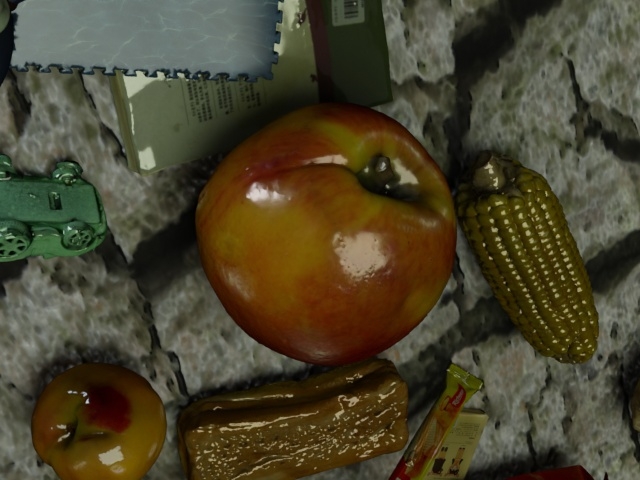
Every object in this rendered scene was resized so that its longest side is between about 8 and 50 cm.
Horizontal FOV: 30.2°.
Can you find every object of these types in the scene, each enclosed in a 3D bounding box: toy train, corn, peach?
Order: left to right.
[{"bbox_3d":[-0.284,-0.020,1.133,0.149,0.099,0.081,1,142,-31],"label":"toy train"},{"bbox_3d":[-0.224,0.192,1.229,0.138,0.138,0.138,-10,117,-21],"label":"peach"},{"bbox_3d":[0.000,0.000,1.182,0.281,0.238,0.281,1,145,1],"label":"peach"},{"bbox_3d":[0.246,0.024,1.383,0.119,0.119,0.322,-37,127,-5],"label":"corn"}]

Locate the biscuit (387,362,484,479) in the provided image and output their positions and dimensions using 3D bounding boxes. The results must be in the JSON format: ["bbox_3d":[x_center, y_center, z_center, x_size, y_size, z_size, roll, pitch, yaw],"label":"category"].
[{"bbox_3d":[0.107,0.278,1.422,0.048,0.026,0.292,34,70,-3],"label":"biscuit"}]

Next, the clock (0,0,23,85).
[{"bbox_3d":[-0.301,-0.209,0.975,0.146,0.199,0.243,25,108,-45],"label":"clock"}]

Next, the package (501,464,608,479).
[{"bbox_3d":[0.185,0.411,1.518,0.424,0.123,0.196,-4,124,-18],"label":"package"}]

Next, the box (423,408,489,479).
[{"bbox_3d":[0.158,0.281,1.519,0.073,0.020,0.149,10,109,-29],"label":"box"}]

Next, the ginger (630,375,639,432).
[{"bbox_3d":[0.499,0.170,1.570,0.219,0.123,0.270,-33,113,-11],"label":"ginger"}]

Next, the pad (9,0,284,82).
[{"bbox_3d":[-0.151,-0.280,1.090,0.270,0.012,0.269,-2,108,-22],"label":"pad"}]

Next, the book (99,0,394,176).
[{"bbox_3d":[-0.069,-0.193,1.180,0.289,0.026,0.201,-17,118,-17],"label":"book"}]

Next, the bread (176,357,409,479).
[{"bbox_3d":[-0.029,0.221,1.369,0.271,0.077,0.139,-14,122,-17],"label":"bread"}]
